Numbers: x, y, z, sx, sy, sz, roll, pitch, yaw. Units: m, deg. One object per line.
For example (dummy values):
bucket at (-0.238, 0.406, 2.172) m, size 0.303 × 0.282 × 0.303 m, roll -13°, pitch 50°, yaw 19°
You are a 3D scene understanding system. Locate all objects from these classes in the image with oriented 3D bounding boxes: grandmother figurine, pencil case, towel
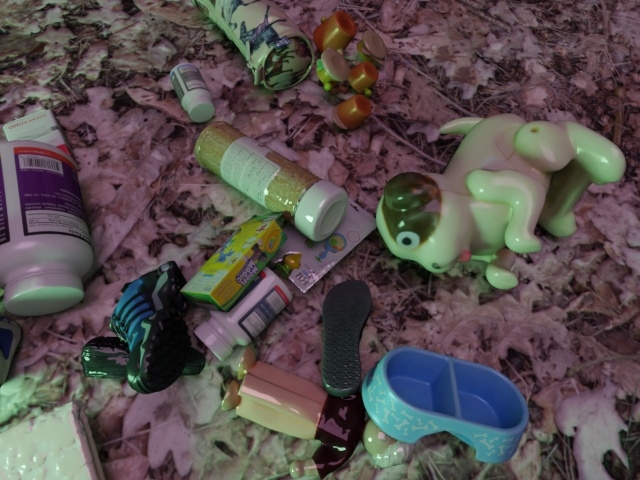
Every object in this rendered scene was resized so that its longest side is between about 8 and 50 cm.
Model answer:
grandmother figurine at (0.001, 0.317, 0.764) m, size 0.342 × 0.104 × 0.208 m, roll 17°, pitch 66°, yaw 6°
pencil case at (-0.198, -0.584, 1.125) m, size 0.183 × 0.160 × 0.410 m, roll -26°, pitch 69°, yaw -36°
towel at (-0.494, 0.468, 0.664) m, size 0.331 × 0.053 × 0.317 m, roll -23°, pitch 79°, yaw -10°

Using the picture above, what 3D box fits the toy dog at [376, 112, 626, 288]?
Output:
toy dog at (0.310, -0.095, 0.874) m, size 0.408 × 0.284 × 0.395 m, roll -28°, pitch 70°, yaw -13°

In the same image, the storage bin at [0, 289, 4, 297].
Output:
storage bin at (-0.765, 0.114, 0.722) m, size 0.123 × 0.260 × 0.262 m, roll 28°, pitch 67°, yaw 18°

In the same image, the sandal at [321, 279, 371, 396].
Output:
sandal at (0.044, 0.183, 0.836) m, size 0.097 × 0.054 × 0.254 m, roll 6°, pitch 47°, yaw 10°

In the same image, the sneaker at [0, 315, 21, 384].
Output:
sneaker at (-0.630, 0.153, 0.738) m, size 0.127 × 0.182 × 0.316 m, roll -12°, pitch 104°, yaw -17°

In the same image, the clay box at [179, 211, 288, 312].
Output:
clay box at (-0.157, 0.036, 0.827) m, size 0.222 × 0.127 × 0.053 m, roll -51°, pitch 119°, yaw -31°

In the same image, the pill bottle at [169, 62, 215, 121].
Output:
pill bottle at (-0.319, -0.369, 1.067) m, size 0.078 × 0.078 × 0.137 m, roll -23°, pitch 69°, yaw -13°

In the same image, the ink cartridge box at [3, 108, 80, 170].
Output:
ink cartridge box at (-0.644, -0.215, 0.985) m, size 0.109 × 0.063 × 0.150 m, roll -27°, pitch 70°, yaw -14°

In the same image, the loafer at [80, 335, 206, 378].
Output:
loafer at (-0.332, 0.233, 0.804) m, size 0.223 × 0.076 × 0.078 m, roll 7°, pitch 102°, yaw -8°

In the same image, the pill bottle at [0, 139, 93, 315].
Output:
pill bottle at (-0.562, -0.025, 0.840) m, size 0.181 × 0.181 × 0.323 m, roll -18°, pitch 68°, yaw -11°

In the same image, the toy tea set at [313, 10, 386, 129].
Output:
toy tea set at (0.055, -0.440, 1.121) m, size 0.200 × 0.124 × 0.336 m, roll 27°, pitch 59°, yaw -27°

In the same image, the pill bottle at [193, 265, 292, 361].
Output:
pill bottle at (-0.152, 0.140, 0.830) m, size 0.108 × 0.108 × 0.180 m, roll 41°, pitch 70°, yaw 14°

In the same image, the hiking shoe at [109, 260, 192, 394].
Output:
hiking shoe at (-0.314, 0.163, 0.772) m, size 0.132 × 0.113 × 0.304 m, roll -21°, pitch 31°, yaw 0°

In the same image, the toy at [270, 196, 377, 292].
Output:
toy at (0.000, 0.000, 0.929) m, size 0.137 × 0.056 × 0.237 m, roll 42°, pitch 63°, yaw 17°

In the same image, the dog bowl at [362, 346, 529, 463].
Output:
dog bowl at (0.227, 0.282, 0.762) m, size 0.297 × 0.074 × 0.166 m, roll 15°, pitch 35°, yaw -2°

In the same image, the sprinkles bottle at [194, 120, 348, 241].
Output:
sprinkles bottle at (-0.112, -0.134, 0.915) m, size 0.355 × 0.121 × 0.121 m, roll 33°, pitch 68°, yaw 23°
